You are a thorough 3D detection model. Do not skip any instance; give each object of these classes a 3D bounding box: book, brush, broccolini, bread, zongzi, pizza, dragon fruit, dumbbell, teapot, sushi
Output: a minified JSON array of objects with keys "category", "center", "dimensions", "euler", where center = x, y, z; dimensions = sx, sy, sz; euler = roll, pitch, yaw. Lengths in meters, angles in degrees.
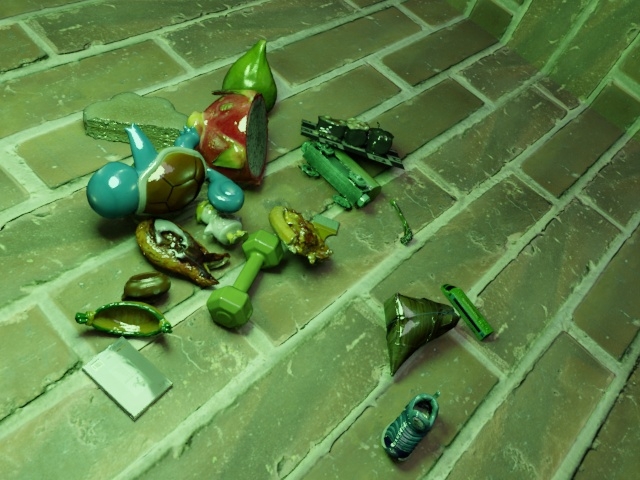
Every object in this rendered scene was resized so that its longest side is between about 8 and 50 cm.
[{"category":"book","center":[-0.458,0.323,1.479],"dimensions":[0.182,0.014,0.127],"euler":[39,49,12]},{"category":"brush","center":[0.000,0.000,1.929],"dimensions":[0.083,0.011,0.205],"euler":[21,48,-3]},{"category":"broccolini","center":[0.270,-0.060,2.076],"dimensions":[0.052,0.054,0.194],"euler":[29,31,-40]},{"category":"bread","center":[-0.566,-0.384,1.964],"dimensions":[0.338,0.102,0.183],"euler":[8,46,-12]},{"category":"zongzi","center":[0.290,0.276,1.756],"dimensions":[0.221,0.112,0.242],"euler":[10,57,-15]},{"category":"pizza","center":[-0.050,-0.017,1.820],"dimensions":[0.229,0.081,0.289],"euler":[40,9,-17]},{"category":"dragon fruit","center":[-0.291,-0.314,1.896],"dimensions":[0.226,0.305,0.305],"euler":[5,47,10]},{"category":"dumbbell","center":[-0.201,0.100,1.701],"dimensions":[0.108,0.121,0.301],"euler":[5,44,21]},{"category":"teapot","center":[-0.451,0.128,1.609],"dimensions":[0.129,0.078,0.098],"euler":[-11,16,-18]},{"category":"sushi","center":[0.123,-0.381,2.146],"dimensions":[0.373,0.099,0.296],"euler":[18,20,-7]},{"category":"bread","center":[-0.385,0.033,1.705],"dimensions":[0.269,0.095,0.139],"euler":[34,49,-11]}]

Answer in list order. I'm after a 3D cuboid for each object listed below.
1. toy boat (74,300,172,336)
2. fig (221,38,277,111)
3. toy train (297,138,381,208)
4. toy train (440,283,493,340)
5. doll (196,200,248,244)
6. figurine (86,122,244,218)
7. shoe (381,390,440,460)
[{"category":"toy boat","center":[-0.474,0.195,1.519],"dimensions":[0.230,0.088,0.088],"euler":[8,13,-8]},{"category":"fig","center":[-0.233,-0.561,2.120],"dimensions":[0.206,0.275,0.206],"euler":[11,51,-14]},{"category":"toy train","center":[0.062,-0.220,2.082],"dimensions":[0.307,0.126,0.189],"euler":[45,20,18]},{"category":"toy train","center":[0.449,0.207,1.913],"dimensions":[0.044,0.042,0.209],"euler":[-18,61,-33]},{"category":"doll","center":[-0.291,-0.053,1.792],"dimensions":[0.129,0.081,0.207],"euler":[-26,51,-37]},{"category":"figurine","center":[-0.427,-0.160,1.705],"dimensions":[0.417,0.298,0.242],"euler":[-1,53,-28]},{"category":"shoe","center":[0.233,0.464,1.577],"dimensions":[0.091,0.106,0.207],"euler":[38,54,13]}]
